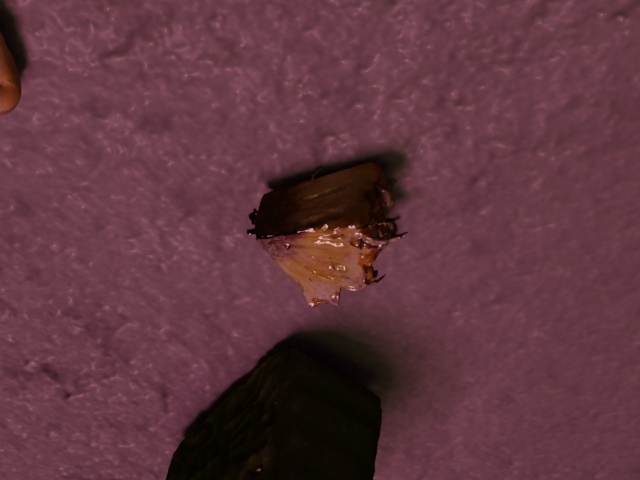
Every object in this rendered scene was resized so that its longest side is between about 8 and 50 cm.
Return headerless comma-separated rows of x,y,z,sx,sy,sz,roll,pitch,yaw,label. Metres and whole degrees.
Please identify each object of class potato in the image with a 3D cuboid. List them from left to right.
-0.241,-0.119,0.907,0.068,0.062,0.083,0,116,-17,potato

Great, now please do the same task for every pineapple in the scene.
0.000,0.000,0.997,0.116,0.069,0.137,15,136,-12,pineapple

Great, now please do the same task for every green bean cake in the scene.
-0.053,0.239,1.114,0.125,0.248,0.222,30,127,-23,green bean cake
